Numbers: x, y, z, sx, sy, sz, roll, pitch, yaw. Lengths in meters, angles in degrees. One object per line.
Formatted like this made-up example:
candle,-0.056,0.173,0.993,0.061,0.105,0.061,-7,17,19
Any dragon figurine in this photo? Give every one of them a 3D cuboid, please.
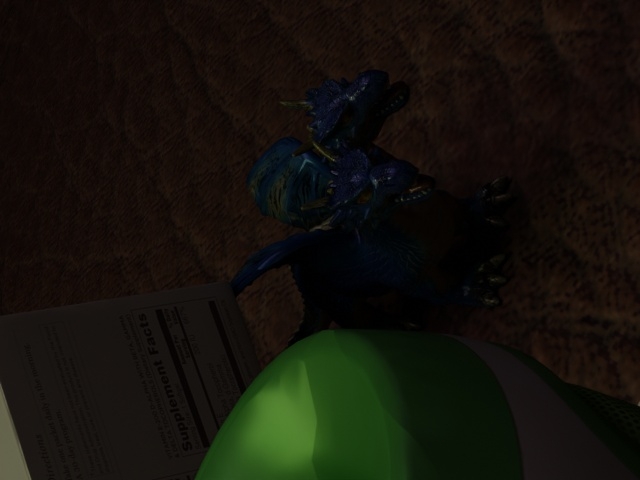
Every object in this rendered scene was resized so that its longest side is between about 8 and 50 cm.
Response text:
dragon figurine,0.000,0.000,0.949,0.289,0.144,0.085,-30,45,55

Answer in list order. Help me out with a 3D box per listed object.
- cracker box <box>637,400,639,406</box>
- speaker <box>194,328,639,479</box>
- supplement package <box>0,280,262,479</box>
cracker box,0.190,0.049,0.608,0.232,0.067,0.156,-64,26,16
speaker,0.114,0.115,0.435,0.131,0.296,0.131,-45,34,43
supplement package,-0.107,0.186,0.910,0.204,0.145,0.262,-40,64,48
